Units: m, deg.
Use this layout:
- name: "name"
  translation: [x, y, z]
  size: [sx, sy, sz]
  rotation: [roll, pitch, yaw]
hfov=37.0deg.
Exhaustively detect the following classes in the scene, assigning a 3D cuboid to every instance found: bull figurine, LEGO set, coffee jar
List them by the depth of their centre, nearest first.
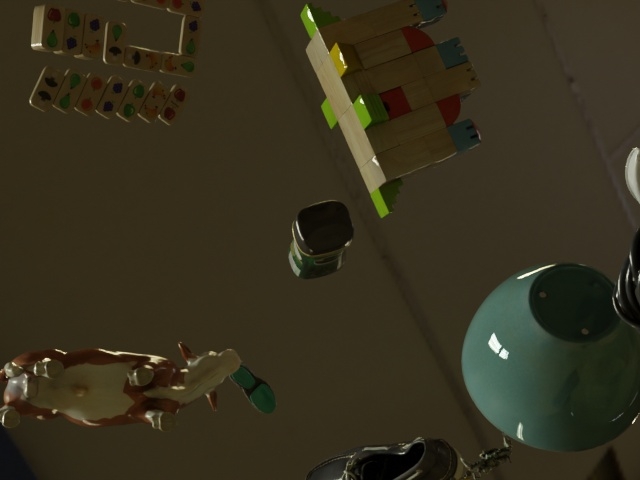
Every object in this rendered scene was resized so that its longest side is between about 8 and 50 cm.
- name: "LEGO set"
  translation: [0.152, 0.205, 0.869]
  size: [0.054, 0.083, 0.023]
  rotation: [-14, -126, -16]
- name: "bull figurine"
  translation: [-0.253, 0.183, 1.195]
  size: [0.310, 0.188, 0.101]
  rotation: [-2, -93, -7]
- name: "coffee jar"
  translation: [0.000, 0.000, 1.540]
  size: [0.096, 0.184, 0.079]
  rotation: [-16, -105, -10]

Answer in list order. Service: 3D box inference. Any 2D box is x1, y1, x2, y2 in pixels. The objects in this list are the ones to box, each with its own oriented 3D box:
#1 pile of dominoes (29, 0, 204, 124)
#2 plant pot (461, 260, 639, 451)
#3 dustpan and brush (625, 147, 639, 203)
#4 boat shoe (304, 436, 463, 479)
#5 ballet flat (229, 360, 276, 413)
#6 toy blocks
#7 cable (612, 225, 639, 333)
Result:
- name: "pile of dominoes"
  translation: [-0.270, -0.263, 1.318]
  size: [0.251, 0.040, 0.196]
  rotation: [3, -85, -38]
- name: "plant pot"
  translation: [0.365, 0.142, 1.431]
  size: [0.290, 0.290, 0.195]
  rotation: [-59, -20, -30]
- name: "dustpan and brush"
  translation: [0.475, -0.055, 1.301]
  size: [0.060, 0.147, 0.211]
  rotation: [-85, -2, -50]
- name: "boat shoe"
  translation: [0.055, 0.252, 1.060]
  size: [0.065, 0.206, 0.075]
  rotation: [37, -133, -40]
- name: "ballet flat"
  translation: [-0.107, 0.222, 1.480]
  size: [0.114, 0.041, 0.041]
  rotation: [54, -127, -32]
- name: "toy blocks"
  translation: [0.156, -0.267, 1.691]
  size: [0.261, 0.191, 0.381]
  rotation: [-22, -95, -17]
- name: "cable"
  translation: [0.325, 0.034, 0.751]
  size: [0.047, 0.184, 0.150]
  rotation: [-82, -28, -61]
